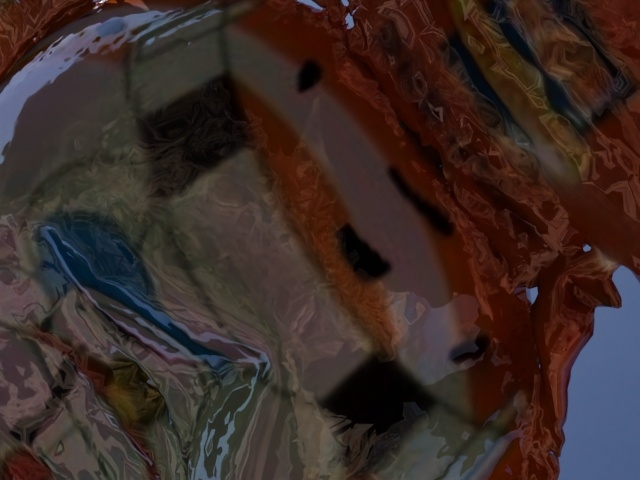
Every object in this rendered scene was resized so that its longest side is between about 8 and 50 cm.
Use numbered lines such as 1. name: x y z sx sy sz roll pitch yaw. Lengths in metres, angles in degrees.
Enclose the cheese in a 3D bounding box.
1. cheese: 0.000 0.000 0.374 0.329 0.129 0.217 -37 -97 40
